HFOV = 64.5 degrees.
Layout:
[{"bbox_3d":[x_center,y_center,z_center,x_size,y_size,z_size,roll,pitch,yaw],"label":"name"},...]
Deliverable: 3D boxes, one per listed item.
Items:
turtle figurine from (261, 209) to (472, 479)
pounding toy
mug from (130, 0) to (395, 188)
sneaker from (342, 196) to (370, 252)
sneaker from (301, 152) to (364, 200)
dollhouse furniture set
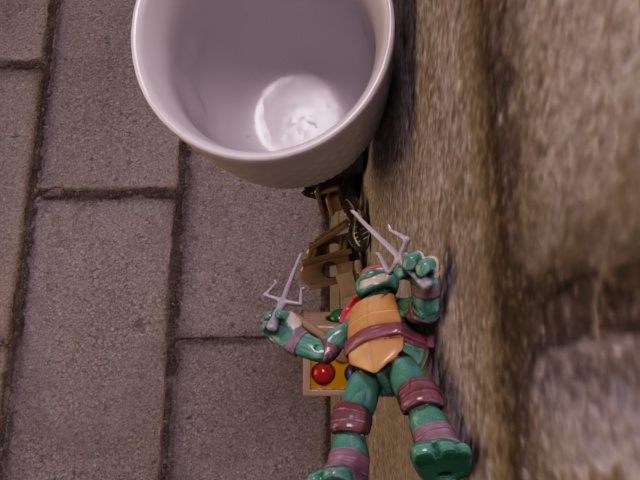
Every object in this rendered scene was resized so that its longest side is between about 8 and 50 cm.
[{"bbox_3d":[0.042,0.078,0.416,0.175,0.118,0.234,-40,34,29],"label":"turtle figurine"},{"bbox_3d":[0.019,0.160,0.763,0.100,0.130,0.141,-100,10,-79],"label":"pounding toy"},{"bbox_3d":[-0.038,-0.251,0.675,0.328,0.277,0.373,32,-113,-83],"label":"mug"},{"bbox_3d":[0.068,-0.024,0.870,0.044,0.040,0.109,44,-149,-50],"label":"sneaker"},{"bbox_3d":[0.016,-0.155,0.958,0.286,0.130,0.109,95,177,-58],"label":"sneaker"},{"bbox_3d":[0.000,0.000,0.896,0.182,0.101,0.160,-73,-32,-72],"label":"dollhouse furniture set"}]
